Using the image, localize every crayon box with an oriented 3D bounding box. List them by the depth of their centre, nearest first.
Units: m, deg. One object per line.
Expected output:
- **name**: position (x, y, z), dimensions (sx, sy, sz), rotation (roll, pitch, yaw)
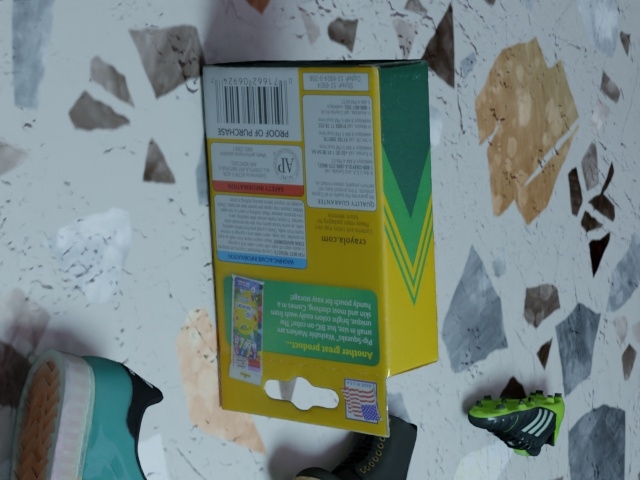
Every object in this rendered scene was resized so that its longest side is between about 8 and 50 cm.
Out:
- **crayon box**: position (0.000, 0.000, 1.553), dimensions (0.083, 0.203, 0.323), rotation (-12, 103, -50)

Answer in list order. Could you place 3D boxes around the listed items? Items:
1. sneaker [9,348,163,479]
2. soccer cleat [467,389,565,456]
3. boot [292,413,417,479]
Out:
- **sneaker**: position (-0.192, 0.245, 1.401), dimensions (0.121, 0.108, 0.302), rotation (15, 80, -34)
- **soccer cleat**: position (0.226, 0.211, 1.959), dimensions (0.179, 0.060, 0.072), rotation (2, 93, -53)
- **boot**: position (0.034, 0.221, 1.726), dimensions (0.198, 0.077, 0.137), rotation (45, 54, -58)
